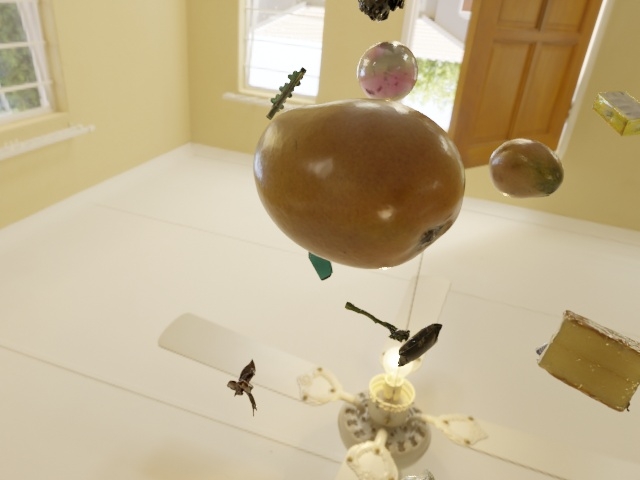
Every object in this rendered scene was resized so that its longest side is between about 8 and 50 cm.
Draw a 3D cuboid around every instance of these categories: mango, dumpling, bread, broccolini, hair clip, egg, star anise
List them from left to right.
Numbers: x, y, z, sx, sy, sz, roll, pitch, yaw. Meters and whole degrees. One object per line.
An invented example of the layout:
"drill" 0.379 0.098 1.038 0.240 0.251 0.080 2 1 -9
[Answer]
"star anise" -0.255 0.545 1.802 0.144 0.140 0.158 40 -173 -19
"hair clip" -0.100 -0.415 1.385 0.049 0.173 0.049 37 -168 -10
"mango" 0.040 -0.100 0.781 0.378 0.263 0.221 27 178 34
"broccolini" 0.196 0.292 1.739 0.255 0.057 0.071 23 170 23
"egg" 0.206 -0.526 1.542 0.197 0.196 0.271 15 -166 18
"dumpling" 0.277 0.740 1.472 0.100 0.169 0.134 23 -146 17
"mango" 0.504 -0.178 1.217 0.121 0.151 0.221 -21 -173 -11
"bread" 0.864 0.371 1.571 0.279 0.206 0.279 26 -171 22

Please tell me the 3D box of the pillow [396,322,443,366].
"pillow" 0.264 0.281 1.331 0.150 0.090 0.048 -33 -139 -15

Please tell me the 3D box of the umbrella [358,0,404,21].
"umbrella" 0.237 -0.838 1.502 0.154 0.336 0.128 46 -142 21

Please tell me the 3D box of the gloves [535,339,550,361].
"gloves" 0.897 0.397 1.839 0.119 0.229 0.097 28 -136 -9

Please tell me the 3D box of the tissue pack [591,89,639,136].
"tissue pack" 0.958 -0.405 1.564 0.095 0.062 0.175 -7 -136 -5

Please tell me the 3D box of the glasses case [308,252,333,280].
"glasses case" 0.001 0.001 1.762 0.070 0.117 0.301 -21 -145 9
